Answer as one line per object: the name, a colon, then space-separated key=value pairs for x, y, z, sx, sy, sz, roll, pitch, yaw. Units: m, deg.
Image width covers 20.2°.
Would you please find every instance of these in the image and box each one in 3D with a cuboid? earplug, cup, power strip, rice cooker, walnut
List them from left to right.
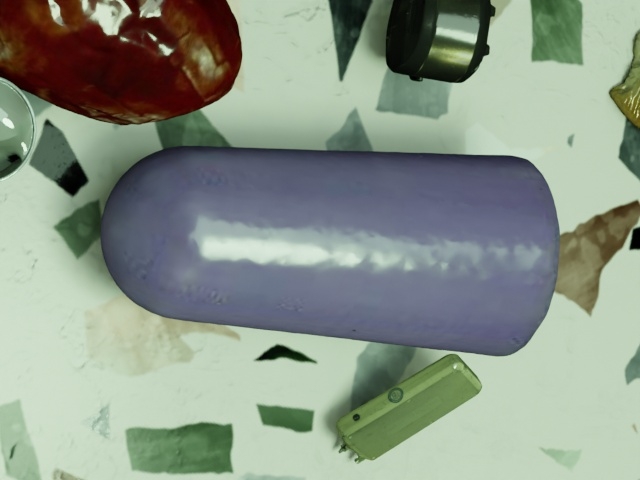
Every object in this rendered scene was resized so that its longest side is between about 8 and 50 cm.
cup: x=-0.333 y=-0.121 z=1.663 sx=0.099 sy=0.133 sz=0.136 roll=-13 pitch=99 yaw=-26
walnut: x=-0.215 y=-0.228 z=1.693 sx=0.222 sy=0.244 sz=0.269 roll=-35 pitch=131 yaw=14
earplug: x=0.000 y=0.000 z=1.815 sx=0.456 sy=0.215 sz=0.215 roll=5 pitch=91 yaw=-24
power strip: x=0.089 y=0.181 z=1.917 sx=0.169 sy=0.028 sz=0.076 roll=-32 pitch=142 yaw=8
rice cooker: x=0.124 y=-0.221 z=1.879 sx=0.106 sy=0.165 sz=0.112 roll=8 pitch=90 yaw=0

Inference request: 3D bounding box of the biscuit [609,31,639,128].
biscuit: x=0.450 y=-0.207 z=2.129 sx=0.176 sy=0.031 sz=0.228 roll=44 pitch=74 yaw=-24
